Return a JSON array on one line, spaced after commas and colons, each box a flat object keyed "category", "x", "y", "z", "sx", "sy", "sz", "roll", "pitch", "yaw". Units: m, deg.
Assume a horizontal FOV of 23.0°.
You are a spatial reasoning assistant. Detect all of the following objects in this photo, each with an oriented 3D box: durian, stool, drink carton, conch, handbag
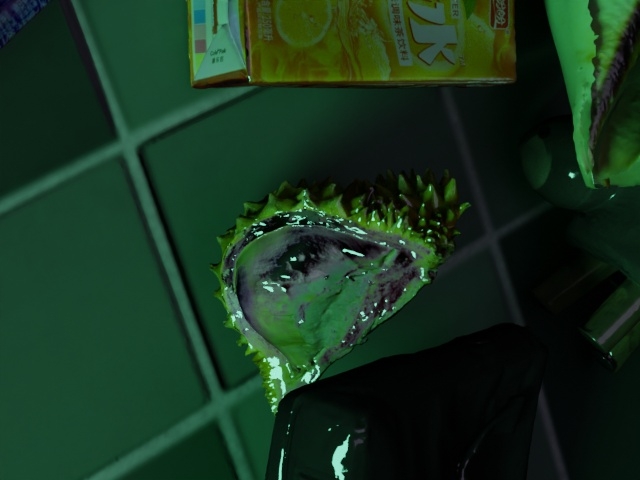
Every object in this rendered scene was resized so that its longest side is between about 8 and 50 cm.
[{"category": "durian", "x": -0.003, "y": -0.001, "z": 0.975, "sx": 0.108, "sy": 0.186, "sz": 0.119, "roll": 33, "pitch": 35, "yaw": -16}, {"category": "stool", "x": 0.228, "y": 0.015, "z": 1.147, "sx": 0.139, "sy": 0.228, "sz": 0.153, "roll": -49, "pitch": 164, "yaw": -1}, {"category": "drink carton", "x": 0.024, "y": -0.146, "z": 1.013, "sx": 0.223, "sy": 0.071, "sz": 0.096, "roll": -4, "pitch": 94, "yaw": -36}, {"category": "conch", "x": 0.230, "y": -0.167, "z": 1.082, "sx": 0.144, "sy": 0.137, "sz": 0.250, "roll": -4, "pitch": 56, "yaw": -9}, {"category": "handbag", "x": 0.051, "y": 0.196, "z": 1.010, "sx": 0.244, "sy": 0.088, "sz": 0.275, "roll": -13, "pitch": 111, "yaw": -49}]

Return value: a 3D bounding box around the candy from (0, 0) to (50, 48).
[{"category": "candy", "x": -0.194, "y": -0.149, "z": 0.857, "sx": 0.312, "sy": 0.061, "sz": 0.088, "roll": -47, "pitch": 119, "yaw": -24}]
